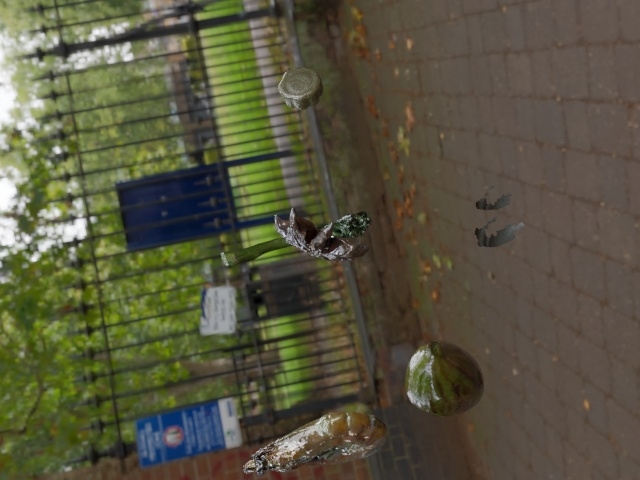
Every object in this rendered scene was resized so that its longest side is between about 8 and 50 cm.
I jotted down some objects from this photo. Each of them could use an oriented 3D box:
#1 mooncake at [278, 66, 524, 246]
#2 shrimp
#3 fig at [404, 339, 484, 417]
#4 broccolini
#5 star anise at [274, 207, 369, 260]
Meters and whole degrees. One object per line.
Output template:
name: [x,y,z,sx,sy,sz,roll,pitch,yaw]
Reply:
mooncake: [0.097,-0.113,1.058,0.347,0.150,0.057,53,177,12]
shrimp: [-0.007,0.262,1.052,0.042,0.190,0.101,-101,-9,-49]
fig: [0.168,0.180,1.164,0.103,0.109,0.155,45,159,38]
broccolini: [-0.031,0.007,1.361,0.057,0.254,0.071,51,153,43]
star anise: [0.001,0.001,1.168,0.141,0.141,0.042,103,-174,-78]
